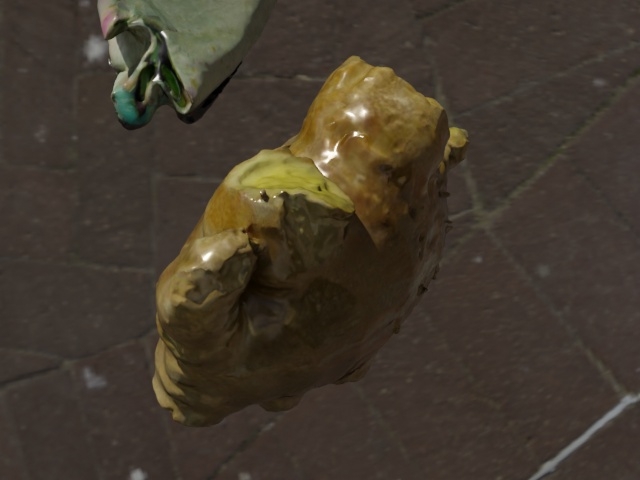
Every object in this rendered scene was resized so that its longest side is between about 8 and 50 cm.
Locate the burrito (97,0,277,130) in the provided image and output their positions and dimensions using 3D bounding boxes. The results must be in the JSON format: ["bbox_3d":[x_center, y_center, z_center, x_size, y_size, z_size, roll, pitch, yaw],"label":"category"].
[{"bbox_3d":[-0.063,-0.172,0.904,0.096,0.309,0.066,19,134,5],"label":"burrito"}]

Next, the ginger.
[{"bbox_3d":[0.000,0.000,0.701,0.102,0.216,0.157,30,142,29],"label":"ginger"}]
